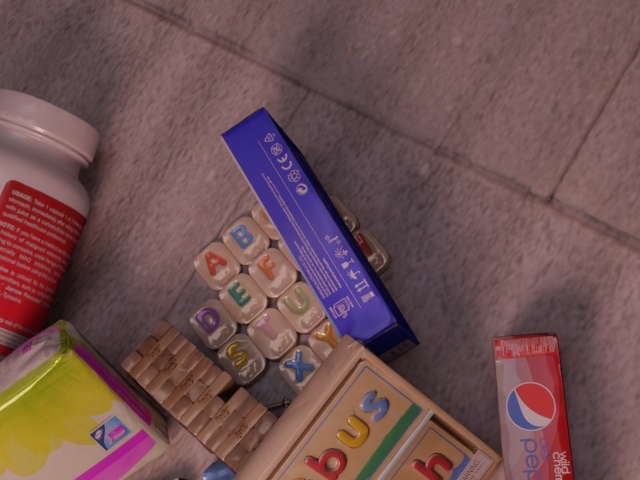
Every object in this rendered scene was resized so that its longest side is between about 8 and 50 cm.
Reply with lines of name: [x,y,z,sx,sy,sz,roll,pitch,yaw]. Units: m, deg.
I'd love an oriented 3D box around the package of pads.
package of pads: [-0.389,0.270,1.393,0.296,0.229,0.101,-36,30,3]

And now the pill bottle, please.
pill bottle: [-0.476,-0.002,1.502,0.229,0.229,0.407,16,78,20]

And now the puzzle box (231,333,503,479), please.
puzzle box: [0.008,0.348,1.252,0.409,0.272,0.052,-53,25,-4]

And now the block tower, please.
block tower: [-0.123,0.239,1.373,0.335,0.097,0.091,36,73,26]

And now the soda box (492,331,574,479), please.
soda box: [0.268,0.252,1.284,0.083,0.092,0.263,-6,72,12]

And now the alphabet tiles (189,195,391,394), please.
alphabet tiles: [-0.045,0.071,1.469,0.284,0.021,0.278,-41,67,1]

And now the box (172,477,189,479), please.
box: [-0.262,0.443,1.402,0.233,0.044,0.159,-25,68,7]

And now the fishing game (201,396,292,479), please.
fishing game: [-0.072,0.349,1.382,0.189,0.041,0.264,-16,64,3]

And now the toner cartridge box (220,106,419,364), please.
toner cartridge box: [0.000,0.000,1.378,0.075,0.165,0.348,-33,69,4]
